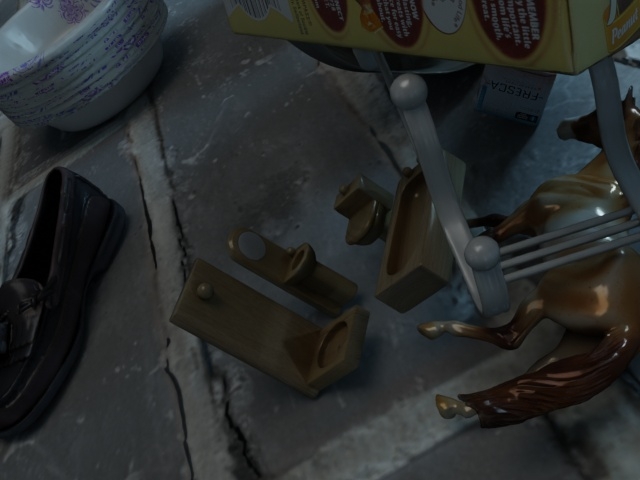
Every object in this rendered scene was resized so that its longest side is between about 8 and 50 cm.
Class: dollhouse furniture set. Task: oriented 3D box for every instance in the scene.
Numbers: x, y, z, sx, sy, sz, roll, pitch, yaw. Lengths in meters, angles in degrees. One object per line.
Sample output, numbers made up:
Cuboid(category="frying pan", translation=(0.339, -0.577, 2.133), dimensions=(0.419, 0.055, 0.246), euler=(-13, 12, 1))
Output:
Cuboid(category="dollhouse furniture set", translation=(0.000, 0.000, 0.560), dimensions=(0.151, 0.123, 0.144), euler=(-41, 25, 45))

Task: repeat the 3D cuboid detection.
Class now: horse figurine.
Cuboid(category="horse figurine", translation=(0.148, 0.019, 0.515), dimensions=(0.175, 0.066, 0.263), euler=(-20, 34, 24))

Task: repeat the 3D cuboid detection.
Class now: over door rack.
Cuboid(category="over door rack", translation=(0.155, -0.120, 0.513), dimensions=(0.240, 0.108, 0.324), euler=(-17, 44, 1))

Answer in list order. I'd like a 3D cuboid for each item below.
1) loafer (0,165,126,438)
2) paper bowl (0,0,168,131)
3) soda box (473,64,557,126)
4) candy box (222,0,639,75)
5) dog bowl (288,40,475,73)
Cuboid(category="loafer", translation=(-0.292, 0.050, 0.808), dimensions=(0.109, 0.095, 0.302), euler=(-16, 42, 26))
Cuboid(category="paper bowl", translation=(-0.346, -0.271, 1.150), dimensions=(0.284, 0.148, 0.284), euler=(-21, 39, 19))
Cuboid(category="soda box", translation=(0.186, -0.188, 0.695), dimensions=(0.058, 0.063, 0.183), euler=(17, 55, 10))
Cuboid(category="candy box", translation=(0.083, -0.189, 0.492), dimensions=(0.183, 0.087, 0.316), euler=(-32, 33, -24))
Cuboid(category="dog bowl", translation=(0.053, -0.318, 0.741), dimensions=(0.102, 0.349, 0.348), euler=(-2, 48, 55))
